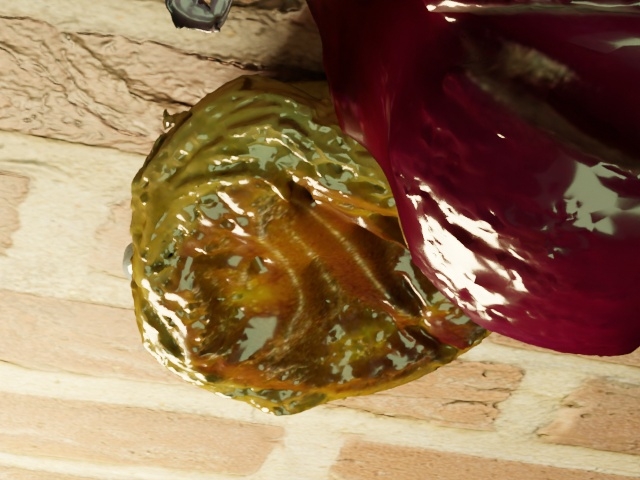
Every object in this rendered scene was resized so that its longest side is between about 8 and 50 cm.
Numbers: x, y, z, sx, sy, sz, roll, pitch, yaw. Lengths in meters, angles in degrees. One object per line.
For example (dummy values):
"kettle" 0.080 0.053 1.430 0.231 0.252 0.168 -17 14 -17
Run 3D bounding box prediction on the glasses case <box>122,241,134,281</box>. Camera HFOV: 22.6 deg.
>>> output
"glasses case" -0.090 0.012 1.424 0.178 0.045 0.067 -11 146 17

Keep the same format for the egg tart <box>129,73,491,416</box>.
"egg tart" 0.000 0.000 1.282 0.351 0.153 0.339 13 133 -23

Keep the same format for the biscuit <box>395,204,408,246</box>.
"biscuit" 0.187 -0.064 1.104 0.288 0.044 0.202 -24 99 10

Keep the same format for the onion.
"onion" 0.107 -0.150 0.890 0.420 0.398 0.398 13 149 14

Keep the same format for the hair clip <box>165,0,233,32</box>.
"hair clip" -0.048 -0.258 0.984 0.137 0.090 0.278 20 137 -6
